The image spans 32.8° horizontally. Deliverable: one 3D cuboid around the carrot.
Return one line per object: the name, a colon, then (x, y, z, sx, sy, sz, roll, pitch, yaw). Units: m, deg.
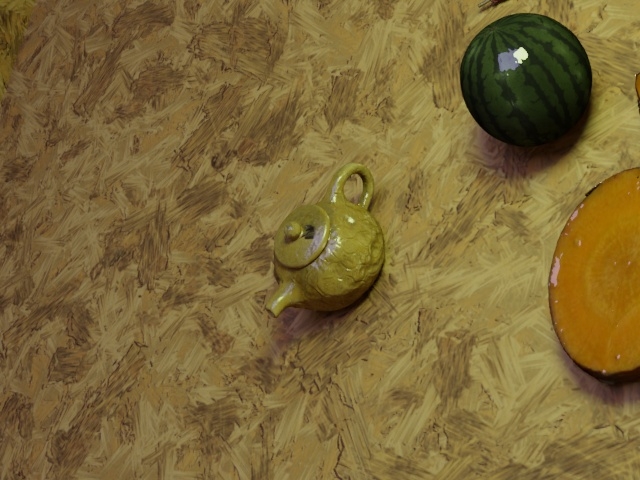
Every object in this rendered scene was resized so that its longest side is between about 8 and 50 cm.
carrot: (0.437, 0.050, 1.529, 0.258, 0.100, 0.307, 7, 72, 46)

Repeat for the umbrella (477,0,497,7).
umbrella: (0.357, -0.460, 1.952, 0.165, 0.025, 0.027, -26, 32, 23)

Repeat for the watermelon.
watermelon: (0.326, -0.253, 1.725, 0.212, 0.212, 0.212, -20, 53, 30)

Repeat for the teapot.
teapot: (0.000, 0.000, 1.877, 0.203, 0.167, 0.311, 20, 78, 45)

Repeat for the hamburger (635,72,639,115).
hamburger: (0.540, -0.197, 1.595, 0.137, 0.087, 0.166, -24, 54, 28)
